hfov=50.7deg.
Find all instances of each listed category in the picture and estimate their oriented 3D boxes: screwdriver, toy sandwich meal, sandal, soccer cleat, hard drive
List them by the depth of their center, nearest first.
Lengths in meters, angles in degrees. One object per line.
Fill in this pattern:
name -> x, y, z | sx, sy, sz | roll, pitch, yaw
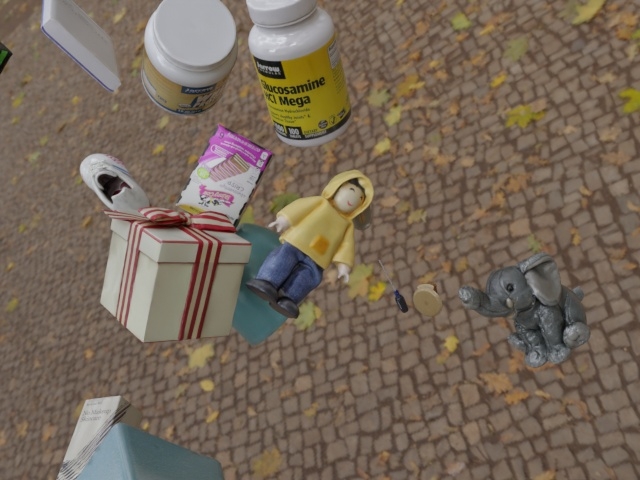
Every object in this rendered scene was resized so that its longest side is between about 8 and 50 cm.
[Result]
toy sandwich meal -> 0.258, 0.141, 1.609 | 0.086, 0.085, 0.029 | -3, 19, 40
hard drive -> -0.590, -0.505, 1.664 | 0.040, 0.210, 0.318 | -39, 38, 8
screwdriver -> 0.184, 0.116, 1.695 | 0.024, 0.169, 0.025 | -34, 30, -11
sandal -> 0.098, -0.097, 1.758 | 0.072, 0.180, 0.049 | -24, 32, -7
soccer cleat -> -0.578, -0.173, 1.840 | 0.116, 0.143, 0.331 | -47, 55, -8

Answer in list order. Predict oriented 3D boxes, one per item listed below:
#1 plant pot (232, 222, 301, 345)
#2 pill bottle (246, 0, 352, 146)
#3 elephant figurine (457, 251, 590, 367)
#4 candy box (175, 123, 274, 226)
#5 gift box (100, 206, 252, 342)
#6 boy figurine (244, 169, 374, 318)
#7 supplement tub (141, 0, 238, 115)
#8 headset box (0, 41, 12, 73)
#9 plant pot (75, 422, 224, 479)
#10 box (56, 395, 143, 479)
plant pot -> -0.180, 0.095, 1.802 | 0.293, 0.235, 0.293 | -47, 11, 12
pill bottle -> -0.048, -0.385, 1.470 | 0.188, 0.333, 0.187 | -9, 44, 9
elephant figurine -> 0.369, 0.099, 1.224 | 0.169, 0.239, 0.186 | -40, 14, 14
candy box -> -0.239, -0.154, 1.709 | 0.233, 0.159, 0.071 | -62, 1, 3
gift box -> -0.338, 0.051, 1.482 | 0.276, 0.255, 0.258 | 26, 107, 39
boy figurine -> 0.000, 0.000, 1.167 | 0.285, 0.177, 0.092 | -52, 20, -16
supplement tub -> -0.213, -0.298, 1.093 | 0.144, 0.144, 0.200 | -62, 10, -17
headset box -> -0.730, -0.289, 1.196 | 0.131, 0.283, 0.246 | 42, 106, 9
plant pot -> -0.304, 0.525, 1.186 | 0.247, 0.247, 0.252 | -55, 31, 3
box -> -0.494, 0.489, 1.485 | 0.113, 0.094, 0.275 | -12, 46, 21
